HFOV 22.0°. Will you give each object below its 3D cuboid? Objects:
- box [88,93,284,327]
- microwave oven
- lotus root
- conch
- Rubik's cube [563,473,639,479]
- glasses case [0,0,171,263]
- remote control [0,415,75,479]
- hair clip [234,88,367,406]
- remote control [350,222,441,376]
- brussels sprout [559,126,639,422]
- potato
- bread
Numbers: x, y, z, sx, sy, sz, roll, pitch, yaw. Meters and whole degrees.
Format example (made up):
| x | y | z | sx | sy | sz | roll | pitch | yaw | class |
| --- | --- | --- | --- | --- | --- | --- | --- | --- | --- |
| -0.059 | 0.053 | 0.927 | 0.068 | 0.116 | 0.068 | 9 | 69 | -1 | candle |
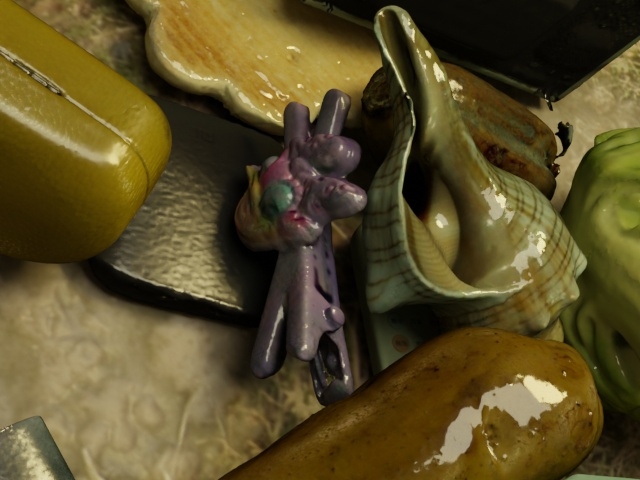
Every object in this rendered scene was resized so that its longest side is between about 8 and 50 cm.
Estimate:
| x | y | z | sx | sy | sz | roll | pitch | yaw | class |
| --- | --- | --- | --- | --- | --- | --- | --- | --- | --- |
| -0.110 | -0.027 | 1.455 | 0.212 | 0.042 | 0.201 | 14 | 58 | -24 | box |
| 0.163 | -0.335 | 1.617 | 0.355 | 0.218 | 0.286 | 17 | 51 | -35 | microwave oven |
| 0.131 | -0.093 | 1.560 | 0.241 | 0.123 | 0.124 | 26 | 54 | -34 | lotus root |
| 0.106 | -0.006 | 1.441 | 0.386 | 0.169 | 0.203 | 54 | 46 | -11 | conch |
| 0.236 | 0.380 | 1.201 | 0.322 | 0.316 | 0.319 | -23 | 102 | -37 | Rubik's cube |
| -0.308 | -0.114 | 1.304 | 0.371 | 0.173 | 0.141 | 34 | 52 | -6 | glasses case |
| -0.168 | 0.315 | 1.235 | 0.107 | 0.044 | 0.378 | -24 | 78 | -32 | remote control |
| -0.010 | 0.001 | 1.401 | 0.090 | 0.137 | 0.278 | 10 | 71 | -46 | hair clip |
| 0.088 | 0.124 | 1.488 | 0.090 | 0.038 | 0.310 | 4 | 62 | -28 | remote control |
| 0.350 | 0.033 | 1.546 | 0.328 | 0.247 | 0.328 | -1 | 45 | 1 | brussels sprout |
| 0.056 | 0.178 | 1.316 | 0.369 | 0.176 | 0.195 | -24 | 38 | -14 | potato |
| -0.051 | -0.231 | 1.591 | 0.316 | 0.054 | 0.316 | 14 | 57 | -22 | bread |
